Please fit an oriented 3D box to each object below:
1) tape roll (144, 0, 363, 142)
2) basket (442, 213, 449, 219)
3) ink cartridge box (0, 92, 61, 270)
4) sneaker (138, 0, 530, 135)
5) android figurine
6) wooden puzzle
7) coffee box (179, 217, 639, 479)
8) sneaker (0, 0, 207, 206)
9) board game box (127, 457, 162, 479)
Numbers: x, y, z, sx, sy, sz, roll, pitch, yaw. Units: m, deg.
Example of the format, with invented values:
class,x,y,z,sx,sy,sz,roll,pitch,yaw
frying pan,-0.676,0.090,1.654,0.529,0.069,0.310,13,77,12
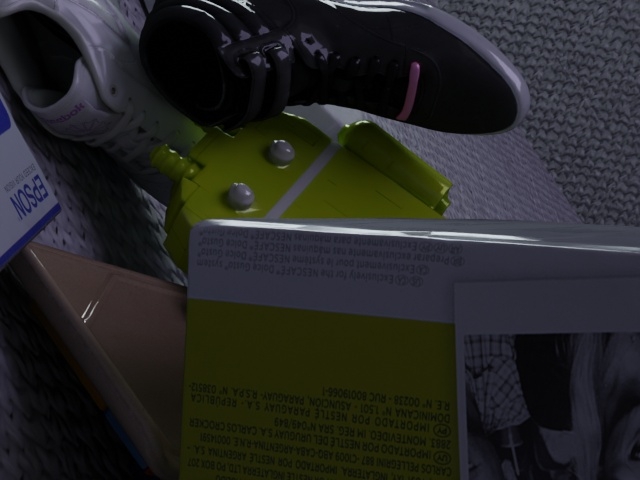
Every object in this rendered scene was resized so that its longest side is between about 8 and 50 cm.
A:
class,x,y,z,sx,sy,sz,roll,pitch,yaw
tape roll,-0.071,-0.207,1.904,0.286,0.100,0.286,54,16,-23
basket,0.043,0.079,1.502,0.255,0.201,0.289,46,23,-8
ink cartridge box,-0.275,-0.107,1.055,0.303,0.072,0.307,-64,132,-74
sneaker,0.000,-0.118,1.375,0.295,0.104,0.147,22,42,9
android figurine,0.000,0.000,1.375,0.273,0.056,0.248,38,45,5
wooden puzzle,-0.096,0.092,1.218,0.238,0.044,0.221,27,19,-53
coffee box,0.142,0.161,1.088,0.337,0.338,0.334,-2,95,-61
sneaker,-0.160,-0.099,1.421,0.305,0.114,0.152,48,32,-26
board game box,-0.034,0.220,1.299,0.243,0.042,0.165,58,14,-7
